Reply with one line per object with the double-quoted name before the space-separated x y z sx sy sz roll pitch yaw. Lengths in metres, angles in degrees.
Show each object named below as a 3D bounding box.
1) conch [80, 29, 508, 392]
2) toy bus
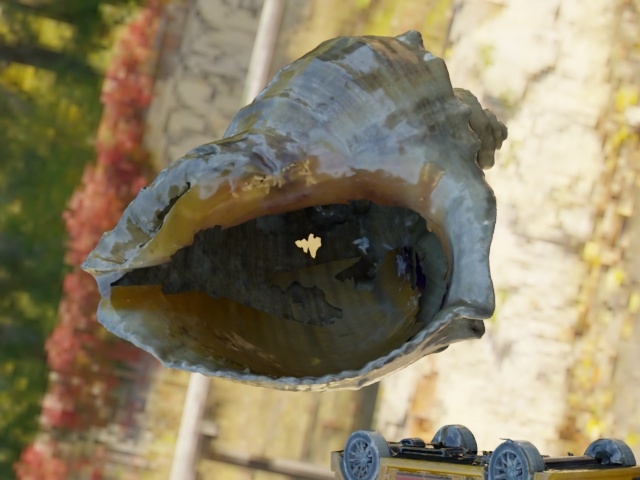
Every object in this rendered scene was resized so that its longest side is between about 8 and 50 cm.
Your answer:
"conch" 0.006 0.009 1.394 0.297 0.352 0.210 57 179 37
"toy bus" 0.076 0.126 0.841 0.162 0.069 0.074 -3 85 54
